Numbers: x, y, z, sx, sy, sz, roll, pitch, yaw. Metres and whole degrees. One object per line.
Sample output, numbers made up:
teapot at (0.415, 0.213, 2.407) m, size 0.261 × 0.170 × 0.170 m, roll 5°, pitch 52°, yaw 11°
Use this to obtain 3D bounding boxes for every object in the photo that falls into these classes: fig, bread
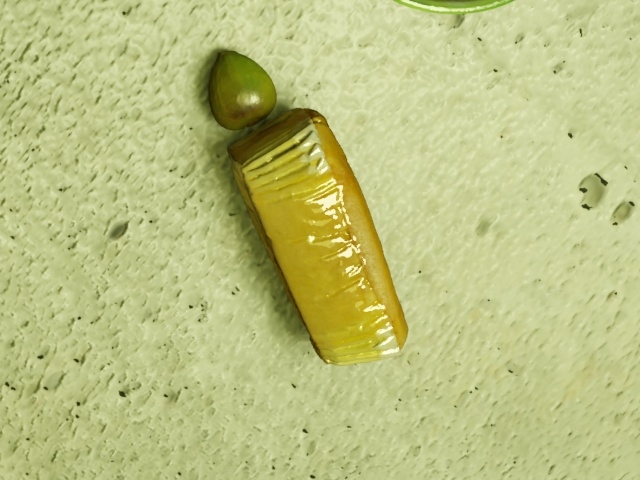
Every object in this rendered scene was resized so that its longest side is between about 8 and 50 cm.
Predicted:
fig at (-0.088, -0.165, 1.938) m, size 0.074 × 0.074 × 0.088 m, roll -20°, pitch 88°, yaw -10°
bread at (0.000, 0.000, 1.965) m, size 0.119 × 0.152 × 0.288 m, roll -24°, pitch 110°, yaw -2°

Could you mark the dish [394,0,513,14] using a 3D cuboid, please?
dish at (0.127, -0.405, 1.907) m, size 0.324 × 0.124 × 0.324 m, roll -2°, pitch 99°, yaw -12°
